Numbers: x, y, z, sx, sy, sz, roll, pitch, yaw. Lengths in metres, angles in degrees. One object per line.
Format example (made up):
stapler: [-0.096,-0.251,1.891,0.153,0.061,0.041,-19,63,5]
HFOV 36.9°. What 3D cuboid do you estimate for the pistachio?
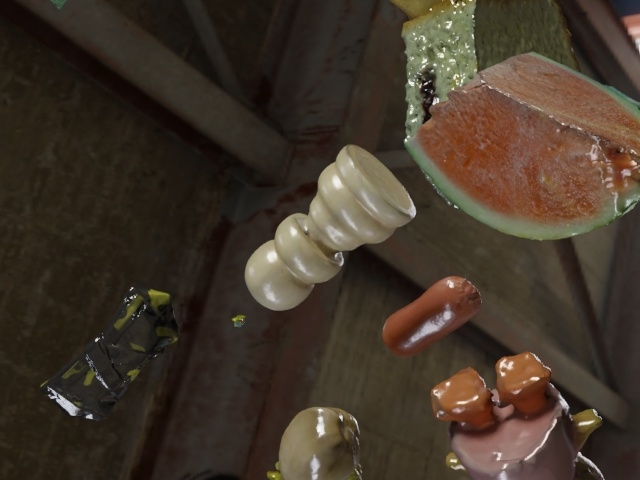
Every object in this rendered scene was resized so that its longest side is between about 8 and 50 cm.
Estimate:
pistachio: [-0.003,0.290,1.307,0.113,0.149,0.113,25,-148,-17]

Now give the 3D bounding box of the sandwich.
sandwich: [0.220,-0.177,1.202,0.325,0.131,0.262,-27,-80,-53]

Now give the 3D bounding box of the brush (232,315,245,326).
brush: [-0.162,0.161,1.897,0.083,0.019,0.021,35,-122,-87]

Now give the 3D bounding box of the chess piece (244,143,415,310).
chess piece: [0.000,0.000,1.577,0.167,0.300,0.167,40,-161,-17]

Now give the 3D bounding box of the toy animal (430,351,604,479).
toy animal: [0.258,0.279,1.147,0.281,0.195,0.169,56,-156,-33]

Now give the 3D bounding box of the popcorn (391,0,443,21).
popcorn: [0.230,-0.526,1.683,0.349,0.349,0.381,0,-78,-50]

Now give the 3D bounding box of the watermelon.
watermelon: [0.201,-0.084,0.795,0.146,0.231,0.128,-29,-43,-32]

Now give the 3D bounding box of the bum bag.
bum bag: [-0.296,0.165,1.392,0.232,0.060,0.107,-45,-72,3]

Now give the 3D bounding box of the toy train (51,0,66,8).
toy train: [-0.422,-0.468,1.592,0.172,0.070,0.099,-49,-21,8]

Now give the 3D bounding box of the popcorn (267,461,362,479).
popcorn: [-0.003,0.489,2.009,0.187,0.185,0.167,-25,-46,-64]

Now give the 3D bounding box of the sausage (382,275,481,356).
sausage: [0.168,0.120,1.483,0.077,0.194,0.077,26,-136,-28]
